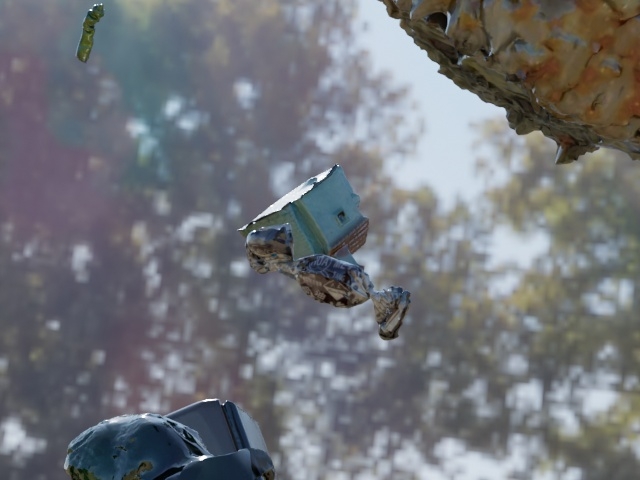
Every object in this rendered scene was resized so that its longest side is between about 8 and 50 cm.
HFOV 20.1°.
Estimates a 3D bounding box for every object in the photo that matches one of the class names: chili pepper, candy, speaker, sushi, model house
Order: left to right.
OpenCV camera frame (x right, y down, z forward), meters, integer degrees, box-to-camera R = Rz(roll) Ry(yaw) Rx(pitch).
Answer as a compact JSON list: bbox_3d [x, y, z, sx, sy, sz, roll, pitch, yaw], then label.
[{"bbox_3d":[-0.278,-0.254,2.185,0.022,0.027,0.083,20,-60,-6],"label":"chili pepper"},{"bbox_3d":[-0.140,0.250,1.807,0.148,0.116,0.264,-7,38,-42],"label":"chili pepper"},{"bbox_3d":[-0.143,0.334,2.206,0.192,0.231,0.153,-23,-21,7],"label":"speaker"},{"bbox_3d":[0.000,0.000,2.341,0.119,0.149,0.148,-29,5,44],"label":"model house"},{"bbox_3d":[0.007,0.044,2.071,0.226,0.051,0.094,24,-36,25],"label":"candy"},{"bbox_3d":[0.201,-0.191,1.615,0.417,0.176,0.417,31,0,0],"label":"sushi"}]
